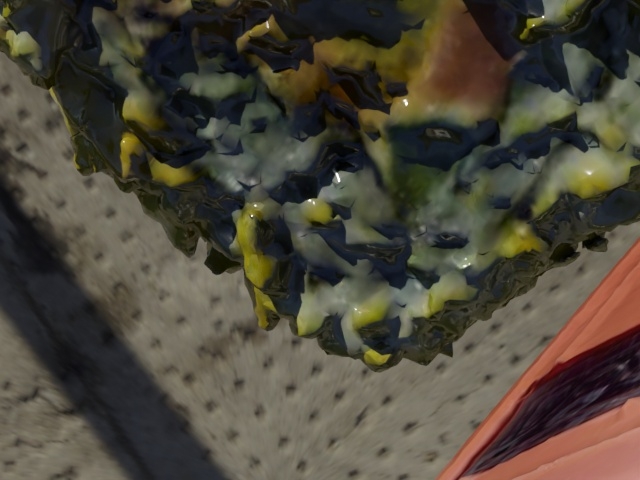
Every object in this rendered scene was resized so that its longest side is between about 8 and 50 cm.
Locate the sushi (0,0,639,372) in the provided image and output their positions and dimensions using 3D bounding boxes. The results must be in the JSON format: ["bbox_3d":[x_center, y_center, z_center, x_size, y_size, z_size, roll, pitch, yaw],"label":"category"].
[{"bbox_3d":[0.011,-0.132,1.048,0.351,0.240,0.396,-42,101,16],"label":"sushi"}]

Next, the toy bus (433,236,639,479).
[{"bbox_3d":[0.199,0.055,0.576,0.233,0.203,0.427,51,47,-5],"label":"toy bus"}]
